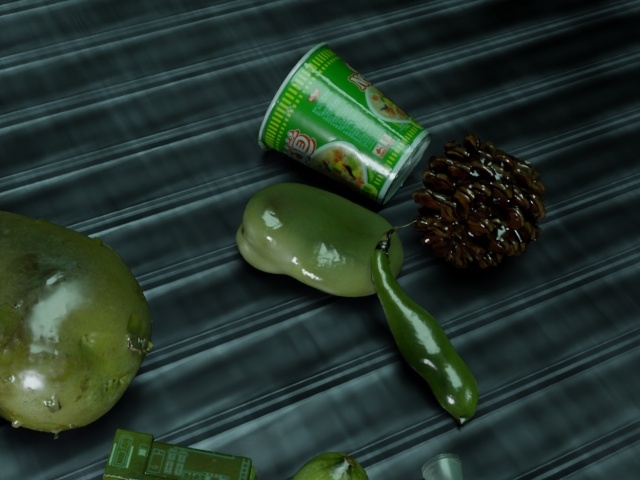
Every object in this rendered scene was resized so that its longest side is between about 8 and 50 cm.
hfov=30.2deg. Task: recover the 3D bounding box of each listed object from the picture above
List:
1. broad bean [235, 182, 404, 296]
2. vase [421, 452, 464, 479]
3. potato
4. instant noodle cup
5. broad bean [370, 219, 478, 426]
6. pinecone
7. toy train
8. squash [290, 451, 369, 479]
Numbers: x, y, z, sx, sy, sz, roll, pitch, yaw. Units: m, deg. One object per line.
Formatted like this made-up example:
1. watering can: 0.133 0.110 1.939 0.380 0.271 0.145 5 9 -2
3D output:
1. broad bean: 0.000 0.000 1.828 0.263 0.121 0.189 21 45 -12
2. vase: 0.189 0.382 1.554 0.086 0.086 0.214 -5 47 -14
3. potato: -0.393 0.085 1.603 0.269 0.219 0.359 -37 62 -25
4. instant noodle cup: 0.047 -0.175 1.934 0.232 0.207 0.207 35 53 7
5. broad bean: 0.149 0.123 1.731 0.098 0.056 0.318 -18 74 -3
6. pinecone: 0.238 -0.053 1.843 0.221 0.221 0.221 5 50 -6
7. toy train: -0.178 0.328 1.524 0.225 0.090 0.137 11 46 -1
8. squash: 0.010 0.337 1.492 0.123 0.187 0.123 9 45 -10
